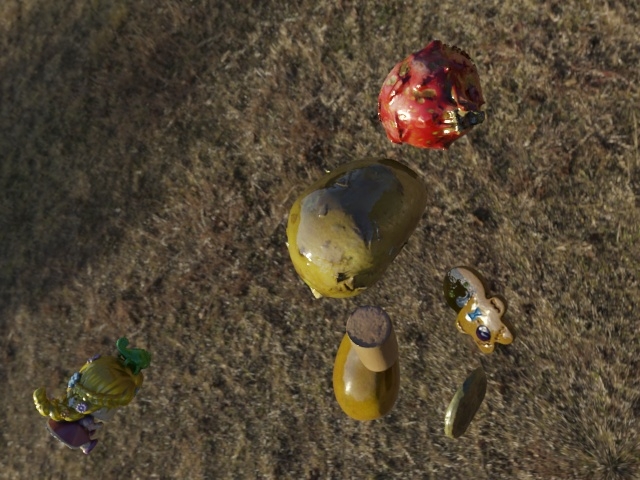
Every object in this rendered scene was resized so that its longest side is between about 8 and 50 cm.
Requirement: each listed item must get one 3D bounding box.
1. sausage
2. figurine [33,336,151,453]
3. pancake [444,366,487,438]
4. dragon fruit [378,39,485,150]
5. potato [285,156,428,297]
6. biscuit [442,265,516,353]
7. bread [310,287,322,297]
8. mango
[{"bbox_3d":[0.149,0.276,1.537,0.123,0.253,0.123,-7,60,12],"label":"sausage"},{"bbox_3d":[-0.315,0.201,0.784,0.156,0.115,0.095,-47,38,-10],"label":"figurine"},{"bbox_3d":[0.451,0.492,1.695,0.050,0.242,0.242,27,84,34],"label":"pancake"},{"bbox_3d":[0.156,-0.163,0.735,0.153,0.153,0.111,-32,44,13],"label":"dragon fruit"},{"bbox_3d":[0.037,-0.022,0.625,0.137,0.137,0.176,23,77,32],"label":"potato"},{"bbox_3d":[0.399,0.174,1.450,0.236,0.039,0.180,60,142,18],"label":"biscuit"},{"bbox_3d":[0.023,0.063,1.102,0.106,0.053,0.072,-30,48,-1],"label":"bread"},{"bbox_3d":[0.154,0.408,1.833,0.221,0.378,0.264,4,29,0],"label":"mango"}]
